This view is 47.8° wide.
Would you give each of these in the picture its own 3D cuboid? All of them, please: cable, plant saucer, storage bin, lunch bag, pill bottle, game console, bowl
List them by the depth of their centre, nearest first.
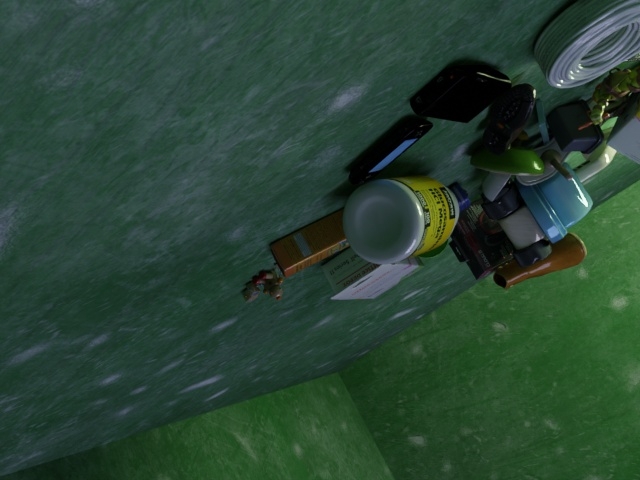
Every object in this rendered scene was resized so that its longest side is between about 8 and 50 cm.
[{"bbox_3d":[0.541,-0.403,1.400,0.257,0.089,0.257,-37,159,30],"label":"cable"},{"bbox_3d":[0.207,-0.226,1.465,0.361,0.044,0.213,-39,161,32],"label":"game console"},{"bbox_3d":[0.204,-0.057,1.682,0.188,0.188,0.334,-38,169,28],"label":"pill bottle"},{"bbox_3d":[0.552,-0.291,1.792,0.018,0.067,0.192,-9,170,20],"label":"plant saucer"},{"bbox_3d":[0.651,-0.292,1.857,0.091,0.135,0.098,-10,157,-25],"label":"storage bin"},{"bbox_3d":[0.492,-0.188,1.961,0.142,0.053,0.142,-54,173,-19],"label":"bowl"},{"bbox_3d":[0.386,-0.118,2.035,0.065,0.067,0.098,-31,164,9],"label":"lunch bag"}]

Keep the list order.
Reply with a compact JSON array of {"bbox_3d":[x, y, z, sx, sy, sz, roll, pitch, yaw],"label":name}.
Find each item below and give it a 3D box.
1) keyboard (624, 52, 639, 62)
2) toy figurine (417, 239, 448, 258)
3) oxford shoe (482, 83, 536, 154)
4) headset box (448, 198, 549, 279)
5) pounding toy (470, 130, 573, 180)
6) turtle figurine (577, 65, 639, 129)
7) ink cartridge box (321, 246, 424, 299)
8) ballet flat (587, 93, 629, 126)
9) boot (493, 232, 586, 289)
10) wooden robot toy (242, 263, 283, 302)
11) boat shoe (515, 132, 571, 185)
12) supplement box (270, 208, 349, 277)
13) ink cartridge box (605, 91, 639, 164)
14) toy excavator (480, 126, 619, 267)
[{"bbox_3d":[0.752,-0.455,1.715,0.180,0.023,0.108,-16,159,-38],"label":"keyboard"},{"bbox_3d":[0.330,-0.028,2.195,0.173,0.130,0.159,-54,176,1],"label":"toy figurine"},{"bbox_3d":[0.433,-0.290,1.618,0.096,0.083,0.227,-44,169,-19],"label":"oxford shoe"},{"bbox_3d":[0.554,-0.026,2.316,0.293,0.218,0.110,-27,165,-11],"label":"headset box"},{"bbox_3d":[0.498,-0.229,1.793,0.237,0.110,0.183,6,-164,2],"label":"pounding toy"},{"bbox_3d":[0.734,-0.382,1.739,0.269,0.087,0.217,-41,-174,-25],"label":"turtle figurine"},{"bbox_3d":[0.147,0.077,2.127,0.207,0.119,0.353,-34,164,19],"label":"ink cartridge box"},{"bbox_3d":[0.755,-0.352,1.958,0.222,0.077,0.079,-26,146,-25],"label":"ballet flat"},{"bbox_3d":[0.651,0.076,2.176,0.211,0.104,0.295,-25,173,-12],"label":"boot"},{"bbox_3d":[-0.136,0.125,1.883,0.173,0.079,0.076,-38,161,26],"label":"wooden robot toy"},{"bbox_3d":[0.620,-0.234,1.991,0.254,0.095,0.079,-47,180,-16],"label":"boat shoe"},{"bbox_3d":[0.000,0.000,1.737,0.233,0.080,0.078,-29,166,-9],"label":"supplement box"},{"bbox_3d":[0.947,-0.346,1.932,0.198,0.197,0.270,-57,176,-26],"label":"ink cartridge box"},{"bbox_3d":[0.723,-0.159,2.139,0.445,0.222,0.433,-31,-172,17],"label":"toy excavator"}]
